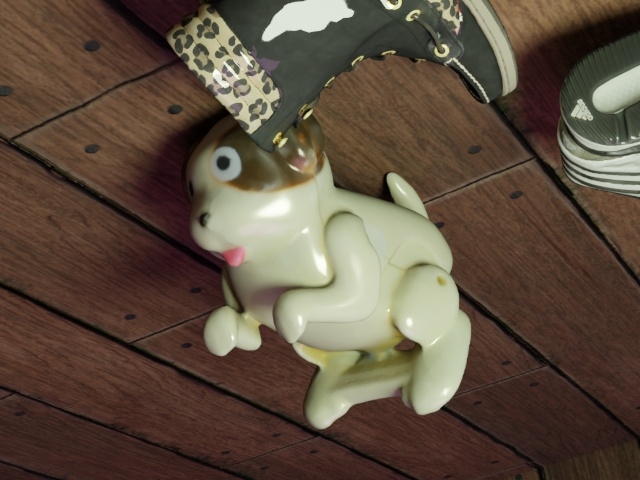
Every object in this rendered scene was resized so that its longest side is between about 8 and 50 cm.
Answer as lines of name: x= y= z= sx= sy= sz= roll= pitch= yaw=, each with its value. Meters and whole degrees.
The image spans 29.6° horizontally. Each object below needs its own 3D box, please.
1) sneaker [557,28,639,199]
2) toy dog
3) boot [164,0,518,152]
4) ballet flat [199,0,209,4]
sneaker: x=0.490 y=-0.199 z=1.518 sx=0.448 sy=0.169 sz=0.257 roll=-23 pitch=161 yaw=-4
toy dog: x=0.000 y=0.000 z=1.582 sx=0.408 sy=0.395 sz=0.285 roll=42 pitch=151 yaw=-28
boot: x=0.034 y=-0.207 z=1.296 sx=0.284 sy=0.138 sz=0.377 roll=-40 pitch=142 yaw=5
ballet flat: x=-0.079 y=-0.230 z=1.368 sx=0.086 sy=0.086 sz=0.248 roll=-12 pitch=143 yaw=4
